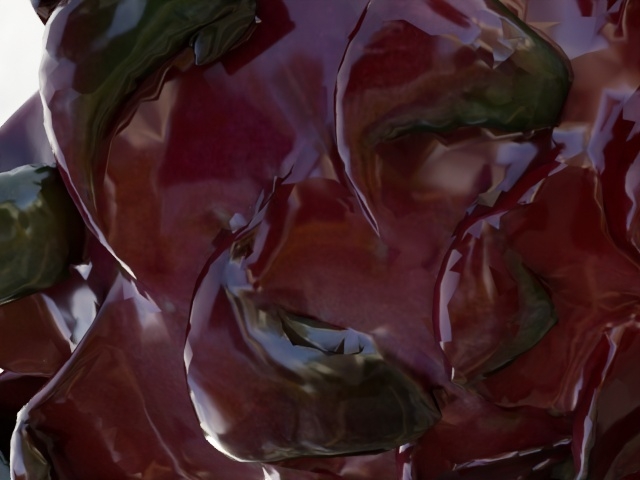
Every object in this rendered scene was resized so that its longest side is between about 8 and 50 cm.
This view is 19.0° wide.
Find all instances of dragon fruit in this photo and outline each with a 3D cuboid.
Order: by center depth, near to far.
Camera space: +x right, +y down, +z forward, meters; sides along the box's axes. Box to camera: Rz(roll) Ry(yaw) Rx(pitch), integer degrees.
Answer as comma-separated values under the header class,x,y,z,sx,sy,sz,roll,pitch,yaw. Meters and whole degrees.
class,x,y,z,sx,sy,sz,roll,pitch,yaw
dragon fruit,0.003,0.003,0.425,0.273,0.218,0.198,-41,29,23
